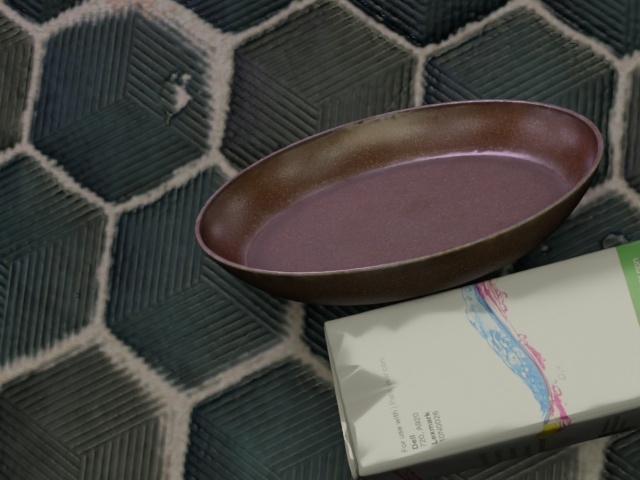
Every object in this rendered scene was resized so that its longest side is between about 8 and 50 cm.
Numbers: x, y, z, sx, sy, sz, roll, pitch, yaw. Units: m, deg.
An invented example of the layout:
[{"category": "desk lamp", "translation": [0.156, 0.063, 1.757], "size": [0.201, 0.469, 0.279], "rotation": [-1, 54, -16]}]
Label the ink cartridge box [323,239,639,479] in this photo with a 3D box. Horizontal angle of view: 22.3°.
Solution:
[{"category": "ink cartridge box", "translation": [0.154, 0.094, 1.201], "size": [0.278, 0.201, 0.117], "rotation": [-15, 77, 4]}]

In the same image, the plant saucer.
[{"category": "plant saucer", "translation": [0.062, -0.027, 1.220], "size": [0.310, 0.310, 0.050], "rotation": [-14, 113, 4]}]
